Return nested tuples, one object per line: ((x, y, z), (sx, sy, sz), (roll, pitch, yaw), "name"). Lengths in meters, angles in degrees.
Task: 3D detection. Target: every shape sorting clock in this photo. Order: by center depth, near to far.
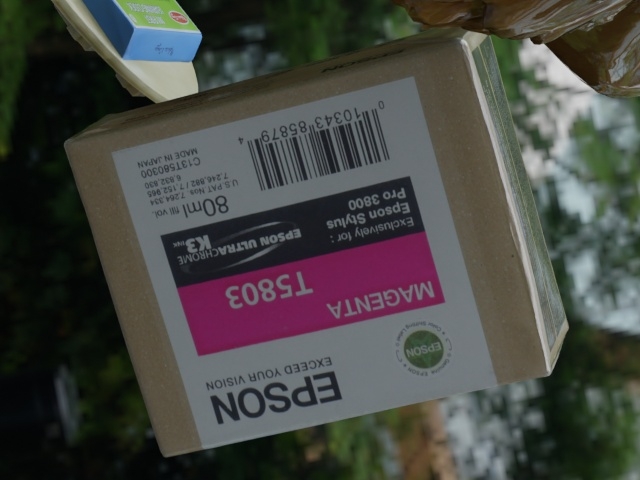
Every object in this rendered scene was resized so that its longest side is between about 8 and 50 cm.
((-0.144, -0.164, 1.217), (0.206, 0.040, 0.206), (47, 13, -14), "shape sorting clock")

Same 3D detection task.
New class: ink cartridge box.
((0.000, 0.000, 1.097), (0.088, 0.234, 0.193), (-50, 124, -72), "ink cartridge box")

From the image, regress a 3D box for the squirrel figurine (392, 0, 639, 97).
((0.084, -0.266, 0.788), (0.281, 0.397, 0.370), (-42, -111, 52), "squirrel figurine")
